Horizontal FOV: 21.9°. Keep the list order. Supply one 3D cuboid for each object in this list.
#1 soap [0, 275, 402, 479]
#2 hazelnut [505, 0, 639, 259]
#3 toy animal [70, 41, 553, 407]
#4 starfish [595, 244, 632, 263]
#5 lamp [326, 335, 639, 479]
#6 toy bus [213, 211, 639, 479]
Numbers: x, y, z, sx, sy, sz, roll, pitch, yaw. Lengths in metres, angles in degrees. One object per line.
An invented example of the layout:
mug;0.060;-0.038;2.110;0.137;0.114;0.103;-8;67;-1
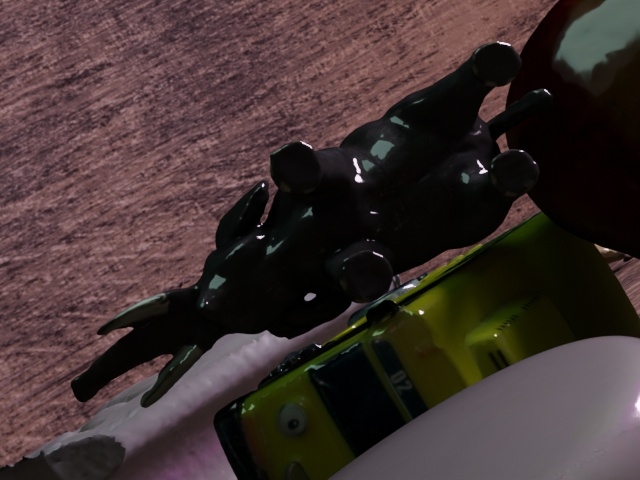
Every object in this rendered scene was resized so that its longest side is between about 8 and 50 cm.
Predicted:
soap;-0.085;0.165;1.196;0.302;0.159;0.258;-29;-4;-29
hazelnut;0.222;-0.071;0.874;0.251;0.217;0.217;-8;-3;-6
toy animal;-0.001;0.000;0.786;0.269;0.082;0.137;-32;-4;-11
starfish;0.136;0.082;1.584;0.324;0.082;0.432;-35;-4;19
lamp;0.021;0.114;0.377;0.246;0.108;0.179;-33;-3;-44
toy bus;0.072;0.078;0.856;0.150;0.128;0.262;-31;-1;27
